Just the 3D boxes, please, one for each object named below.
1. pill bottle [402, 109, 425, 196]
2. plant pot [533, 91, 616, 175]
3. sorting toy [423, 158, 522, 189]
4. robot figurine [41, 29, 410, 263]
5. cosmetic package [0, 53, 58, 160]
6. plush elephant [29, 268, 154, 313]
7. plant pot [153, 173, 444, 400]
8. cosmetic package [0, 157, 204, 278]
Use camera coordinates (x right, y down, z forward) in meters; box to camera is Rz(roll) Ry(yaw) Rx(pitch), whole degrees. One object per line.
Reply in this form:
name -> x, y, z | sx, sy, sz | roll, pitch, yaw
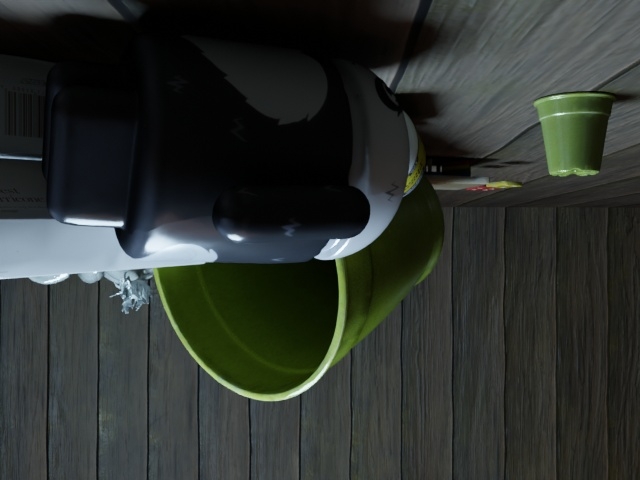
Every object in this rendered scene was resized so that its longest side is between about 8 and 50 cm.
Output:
pill bottle -> 0.068, -0.098, 0.797 | 0.103, 0.103, 0.184 | 0, 180, 13
plant pot -> 0.270, -0.110, 0.731 | 0.083, 0.079, 0.083 | -1, 179, 0
sorting toy -> 0.227, -0.121, 1.256 | 0.275, 0.046, 0.132 | 1, 179, -14
robot figurine -> -0.064, -0.070, 0.535 | 0.278, 0.209, 0.173 | 1, 157, -25
cosmetic package -> -0.318, -0.112, 0.655 | 0.231, 0.085, 0.117 | 2, -178, 44
plush elephant -> -0.408, -0.039, 1.250 | 0.272, 0.255, 0.330 | -38, -151, 14
plant pot -> 0.000, 0.000, 1.033 | 0.366, 0.366, 0.353 | 0, -168, 41
cosmetic package -> -0.208, -0.023, 0.594 | 0.099, 0.060, 0.239 | 38, -156, 31
